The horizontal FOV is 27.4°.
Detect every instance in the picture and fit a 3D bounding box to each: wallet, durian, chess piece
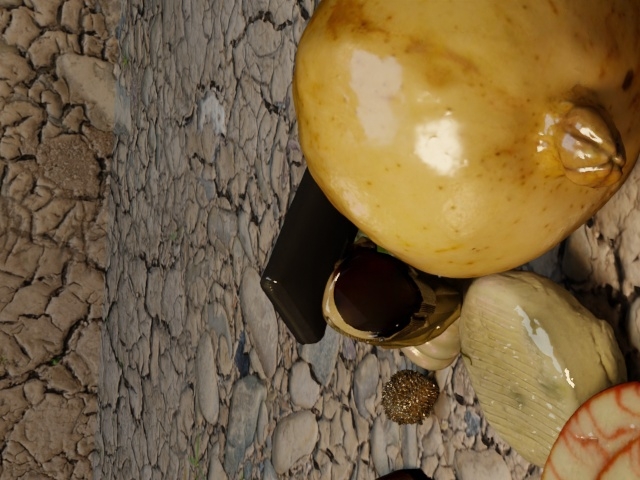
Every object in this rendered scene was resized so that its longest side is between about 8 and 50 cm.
[{"bbox_3d":[0.000,0.000,1.651,0.149,0.044,0.250,61,-142,-42],"label":"wallet"},{"bbox_3d":[0.122,0.209,1.773,0.091,0.080,0.080,-47,30,-4],"label":"durian"},{"bbox_3d":[0.167,0.081,1.648,0.170,0.094,0.094,-57,41,45],"label":"chess piece"}]

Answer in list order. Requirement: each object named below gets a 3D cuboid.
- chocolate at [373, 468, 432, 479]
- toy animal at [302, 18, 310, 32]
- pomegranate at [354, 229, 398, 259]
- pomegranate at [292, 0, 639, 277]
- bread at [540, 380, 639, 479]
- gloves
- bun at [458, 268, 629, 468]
[{"bbox_3d":[0.105,0.380,1.795,0.149,0.080,0.125,33,120,59],"label":"chocolate"},{"bbox_3d":[0.071,-0.198,1.626,0.208,0.154,0.325,93,157,-58],"label":"toy animal"},{"bbox_3d":[0.048,0.012,1.857,0.143,0.122,0.169,58,140,26],"label":"pomegranate"},{"bbox_3d":[0.168,-0.142,1.326,0.410,0.410,0.410,179,90,-65],"label":"pomegranate"},{"bbox_3d":[0.328,0.295,1.219,0.295,0.114,0.327,-68,28,23],"label":"bread"},{"bbox_3d":[0.088,0.059,1.541,0.141,0.154,0.331,59,-168,4],"label":"gloves"},{"bbox_3d":[0.251,0.136,1.431,0.210,0.116,0.237,5,118,60],"label":"bun"}]
